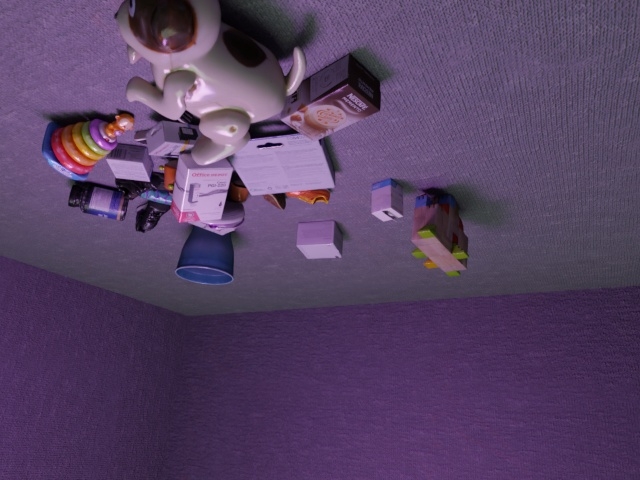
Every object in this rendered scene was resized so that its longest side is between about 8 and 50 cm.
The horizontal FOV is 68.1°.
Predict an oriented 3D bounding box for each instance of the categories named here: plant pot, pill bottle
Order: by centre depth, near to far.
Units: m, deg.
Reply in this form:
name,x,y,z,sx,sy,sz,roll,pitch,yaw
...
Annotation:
name,x,y,z,sx,sy,sz,roll,pitch,yaw
pill bottle,-0.927,-0.164,1.986,0.220,0.122,0.123,13,156,-21
plant pot,-0.536,0.052,2.277,0.272,0.255,0.271,4,158,2

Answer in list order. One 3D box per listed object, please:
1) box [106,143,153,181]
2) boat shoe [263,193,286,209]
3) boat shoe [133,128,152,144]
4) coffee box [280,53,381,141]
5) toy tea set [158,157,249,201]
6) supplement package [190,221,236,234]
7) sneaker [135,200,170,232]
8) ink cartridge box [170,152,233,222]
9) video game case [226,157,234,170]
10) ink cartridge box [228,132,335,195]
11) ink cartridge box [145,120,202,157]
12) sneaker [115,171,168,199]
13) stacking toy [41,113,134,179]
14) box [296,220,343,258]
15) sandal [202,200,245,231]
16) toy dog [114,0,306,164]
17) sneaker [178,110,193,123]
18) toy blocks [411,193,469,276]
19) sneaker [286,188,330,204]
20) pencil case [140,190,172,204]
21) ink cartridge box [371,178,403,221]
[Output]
name,x,y,z,sx,sy,sz,roll,pitch,yaw
box,-0.687,-0.281,1.717,0.126,0.072,0.137,6,157,-6
boat shoe,-0.195,-0.183,1.897,0.060,0.064,0.178,-1,152,26
boat shoe,-0.563,-0.342,1.579,0.125,0.046,0.038,-3,157,24
coffee box,0.026,-0.383,1.303,0.247,0.098,0.141,-16,151,41
toy tea set,-0.422,-0.229,1.758,0.336,0.124,0.200,-1,-159,-41
supplement package,-0.468,-0.107,2.068,0.179,0.105,0.105,23,152,-38
sneaker,-0.734,-0.107,2.089,0.107,0.124,0.283,19,154,-34
ink cartridge box,-0.397,-0.175,1.578,0.159,0.092,0.217,-8,132,-36
video game case,-0.326,-0.297,1.692,0.119,0.015,0.166,22,152,-38
ink cartridge box,-0.135,-0.276,1.624,0.325,0.071,0.330,-4,152,11
ink cartridge box,-0.446,-0.316,1.511,0.175,0.072,0.128,-3,172,-43
sneaker,-0.679,-0.205,1.835,0.228,0.130,0.087,14,158,-29
stacking toy,-0.727,-0.333,1.538,0.302,0.165,0.175,-20,147,17
box,0.000,0.000,2.235,0.182,0.118,0.181,-3,157,16
sandal,-0.374,-0.085,1.857,0.170,0.102,0.416,6,-168,0
toy dog,-0.266,-0.407,1.064,0.396,0.284,0.408,-6,154,22
sneaker,-0.450,-0.405,1.412,0.075,0.057,0.161,23,178,29
toy blocks,0.477,-0.055,1.861,0.191,0.260,0.381,-11,147,37
sneaker,-0.051,-0.178,1.870,0.175,0.067,0.064,3,160,6
pencil case,-0.664,-0.192,1.946,0.152,0.064,0.070,15,117,-27
ink cartridge box,0.254,-0.143,1.799,0.090,0.143,0.092,-14,151,38
